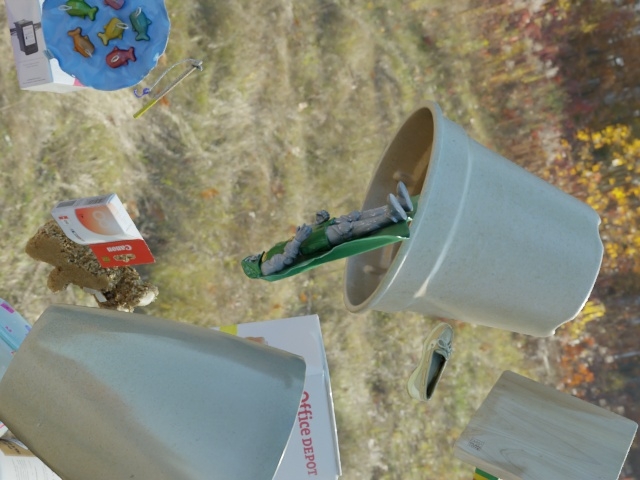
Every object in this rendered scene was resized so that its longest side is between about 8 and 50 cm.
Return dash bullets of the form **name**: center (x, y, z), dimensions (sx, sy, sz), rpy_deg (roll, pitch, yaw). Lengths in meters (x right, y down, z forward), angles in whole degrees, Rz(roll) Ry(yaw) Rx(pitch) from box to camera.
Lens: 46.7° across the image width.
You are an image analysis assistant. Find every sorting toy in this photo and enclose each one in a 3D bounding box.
- **sorting toy**: center (0.402, 0.381, 1.338), dimensions (0.255, 0.257, 0.089), rpy_deg (-36, 138, -48)

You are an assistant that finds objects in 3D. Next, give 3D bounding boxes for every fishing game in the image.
- **fishing game**: center (-0.313, -0.308, 1.067), dimensions (0.264, 0.189, 0.041), rpy_deg (54, 9, -18)

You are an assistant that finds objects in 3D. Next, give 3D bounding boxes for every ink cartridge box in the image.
- **ink cartridge box**: center (-0.437, -0.006, 1.494), dimensions (0.045, 0.145, 0.179), rpy_deg (-65, 141, -49)
- **ink cartridge box**: center (-0.170, 0.299, 1.290), dimensions (0.160, 0.385, 0.279), rpy_deg (-98, -178, -54)
- **ink cartridge box**: center (-0.417, -0.309, 1.142), dimensions (0.109, 0.063, 0.150), rpy_deg (-24, 106, -72)

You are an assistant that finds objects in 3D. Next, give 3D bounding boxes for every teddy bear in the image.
- **teddy bear**: center (-0.550, 0.066, 1.811), dimensions (0.338, 0.245, 0.113), rpy_deg (34, 37, -22)

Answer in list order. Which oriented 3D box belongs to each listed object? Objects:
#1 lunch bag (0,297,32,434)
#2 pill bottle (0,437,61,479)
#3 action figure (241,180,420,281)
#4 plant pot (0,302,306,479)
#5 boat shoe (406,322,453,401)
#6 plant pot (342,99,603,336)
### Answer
- **lunch bag**: center (-0.661, 0.257, 1.419), dimensions (0.224, 0.279, 0.108), rpy_deg (43, 13, 3)
- **pill bottle**: center (-0.434, 0.311, 0.924), dimensions (0.229, 0.131, 0.131), rpy_deg (64, 16, -71)
- **action figure**: center (0.000, 0.000, 0.890), dimensions (0.063, 0.232, 0.137), rpy_deg (63, 25, -8)
- **plant pot**: center (-0.195, 0.185, 0.805), dimensions (0.274, 0.256, 0.256), rpy_deg (27, 33, -8)
- **boat shoe**: center (0.210, 0.222, 1.356), dimensions (0.056, 0.048, 0.153), rpy_deg (43, 68, -29)
- **plant pot**: center (0.237, -0.003, 1.129), dimensions (0.334, 0.306, 0.333), rpy_deg (-161, -90, -80)
